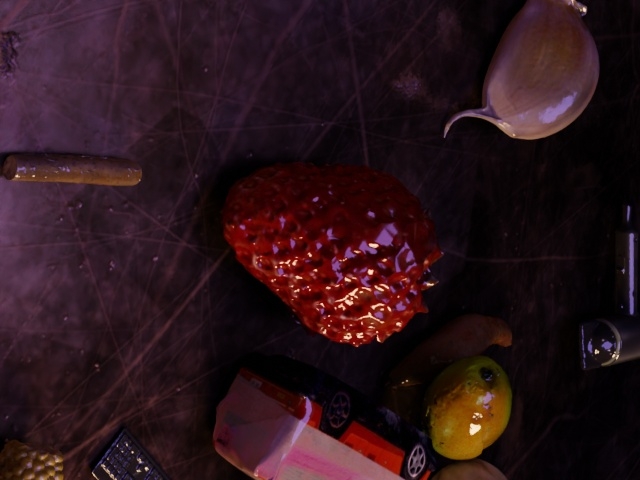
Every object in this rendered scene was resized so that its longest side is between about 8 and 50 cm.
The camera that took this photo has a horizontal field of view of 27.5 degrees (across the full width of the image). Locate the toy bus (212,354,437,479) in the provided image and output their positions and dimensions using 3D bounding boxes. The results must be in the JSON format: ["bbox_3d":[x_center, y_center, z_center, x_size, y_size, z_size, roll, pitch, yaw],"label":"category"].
[{"bbox_3d":[0.009,0.244,1.536,0.302,0.127,0.147,39,77,-46],"label":"toy bus"}]

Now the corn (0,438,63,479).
[{"bbox_3d":[-0.310,0.321,1.248,0.091,0.091,0.260,21,80,-44],"label":"corn"}]

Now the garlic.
[{"bbox_3d":[0.279,-0.198,1.732,0.267,0.148,0.128,-58,171,-24],"label":"garlic"}]

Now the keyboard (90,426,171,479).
[{"bbox_3d":[-0.183,0.286,1.428,0.064,0.010,0.198,-53,132,-26],"label":"keyboard"}]

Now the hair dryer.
[{"bbox_3d":[0.454,0.066,2.009,0.195,0.078,0.248,-4,93,-45],"label":"hair dryer"}]

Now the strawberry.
[{"bbox_3d":[0.000,0.000,1.448,0.244,0.205,0.205,21,85,-25],"label":"strawberry"}]

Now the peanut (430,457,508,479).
[{"bbox_3d":[0.205,0.412,1.774,0.147,0.147,0.319,-41,137,-32],"label":"peanut"}]

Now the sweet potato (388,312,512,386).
[{"bbox_3d":[0.190,0.139,1.749,0.255,0.058,0.078,-16,128,-46],"label":"sweet potato"}]

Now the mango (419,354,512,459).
[{"bbox_3d":[0.181,0.220,1.669,0.125,0.111,0.233,-32,166,-19],"label":"mango"}]

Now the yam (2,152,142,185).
[{"bbox_3d":[-0.237,-0.069,1.263,0.145,0.032,0.032,-1,101,-45],"label":"yam"}]
